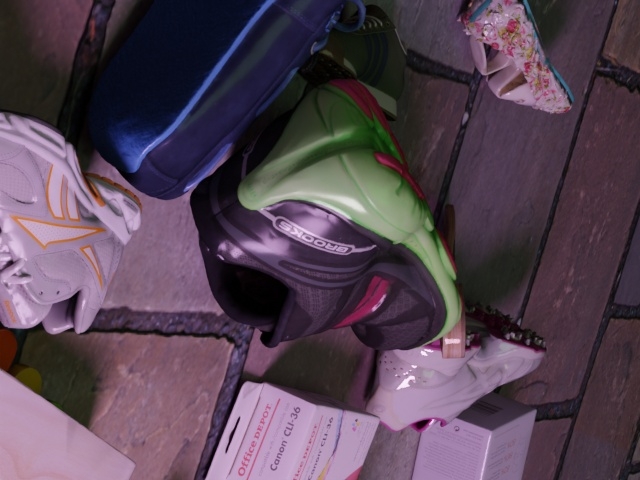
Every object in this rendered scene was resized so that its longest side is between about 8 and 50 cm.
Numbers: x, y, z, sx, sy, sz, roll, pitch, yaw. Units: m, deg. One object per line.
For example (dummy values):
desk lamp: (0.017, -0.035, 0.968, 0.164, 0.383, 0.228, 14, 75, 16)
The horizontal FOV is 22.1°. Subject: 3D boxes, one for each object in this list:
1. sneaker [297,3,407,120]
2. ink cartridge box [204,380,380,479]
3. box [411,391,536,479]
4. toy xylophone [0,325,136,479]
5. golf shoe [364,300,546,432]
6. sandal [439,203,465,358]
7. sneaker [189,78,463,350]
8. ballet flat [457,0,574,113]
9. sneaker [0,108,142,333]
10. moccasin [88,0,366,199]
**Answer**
sneaker: (0.028, -0.177, 1.478, 0.192, 0.064, 0.086, 33, 71, -61)
ink cartridge box: (-0.026, 0.207, 1.605, 0.198, 0.067, 0.115, 22, 89, -62)
box: (0.180, 0.280, 1.980, 0.130, 0.091, 0.170, -13, 118, -58)
toy xylophone: (-0.252, 0.191, 1.188, 0.236, 0.081, 0.322, -59, 149, -22)
golf shoe: (0.148, 0.143, 1.846, 0.306, 0.115, 0.140, 5, 113, -54)
sandal: (0.105, 0.036, 1.713, 0.240, 0.079, 0.088, -90, 179, -56)
sneaker: (0.000, 0.000, 1.457, 0.202, 0.185, 0.483, -25, 158, 4)
ballet flat: (0.206, -0.199, 1.768, 0.077, 0.091, 0.241, -37, 143, 3)
sneaker: (-0.207, -0.007, 1.108, 0.262, 0.099, 0.121, 38, 60, -59)
moccasin: (-0.056, -0.181, 1.285, 0.342, 0.138, 0.117, -47, 151, -12)
